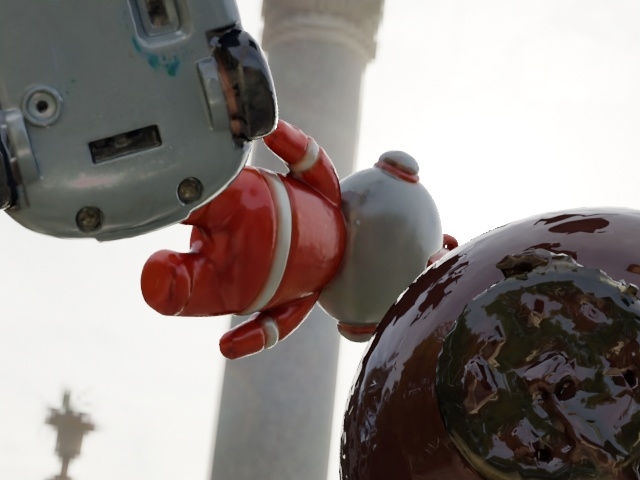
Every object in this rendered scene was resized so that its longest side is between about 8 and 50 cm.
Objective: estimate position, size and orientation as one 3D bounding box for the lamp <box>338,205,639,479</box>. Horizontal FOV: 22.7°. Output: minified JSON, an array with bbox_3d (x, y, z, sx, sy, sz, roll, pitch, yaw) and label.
[{"bbox_3d":[0.108,0.093,0.558,0.180,0.180,0.258,-4,-26,20],"label":"lamp"}]

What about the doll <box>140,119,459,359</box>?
[{"bbox_3d":[0.000,0.000,1.338,0.336,0.200,0.105,2,14,-42],"label":"doll"}]

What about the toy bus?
[{"bbox_3d":[-0.152,-0.144,1.032,0.194,0.287,0.232,-16,6,-8],"label":"toy bus"}]
